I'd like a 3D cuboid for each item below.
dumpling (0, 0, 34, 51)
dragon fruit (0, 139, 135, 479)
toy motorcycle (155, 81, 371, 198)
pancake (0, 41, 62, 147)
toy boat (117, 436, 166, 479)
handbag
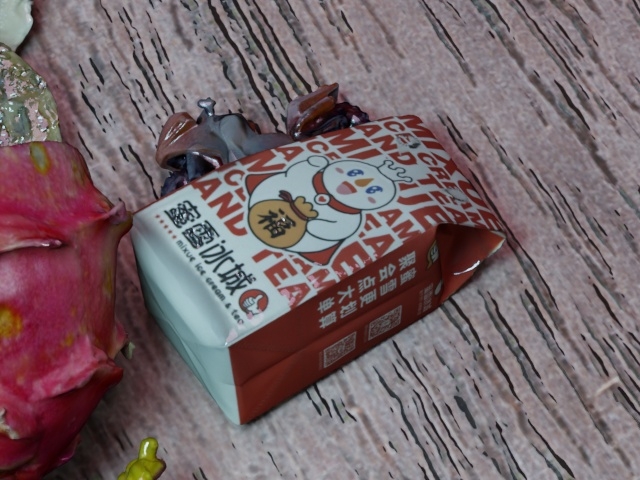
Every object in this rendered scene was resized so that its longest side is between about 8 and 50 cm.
[{"bbox_3d":[-0.376,-0.217,1.665,0.181,0.111,0.155,-9,89,26],"label":"dumpling"},{"bbox_3d":[-0.301,0.092,1.357,0.386,0.371,0.249,-20,80,-42],"label":"dragon fruit"},{"bbox_3d":[-0.060,-0.088,1.577,0.212,0.084,0.118,-25,60,-18],"label":"toy motorcycle"},{"bbox_3d":[-0.369,-0.068,1.585,0.282,0.049,0.282,-1,72,3],"label":"pancake"},{"bbox_3d":[-0.263,0.254,1.372,0.318,0.141,0.099,-20,87,-2],"label":"toy boat"},{"bbox_3d":[0.000,0.000,1.486,0.298,0.151,0.171,-31,60,-16],"label":"handbag"}]
